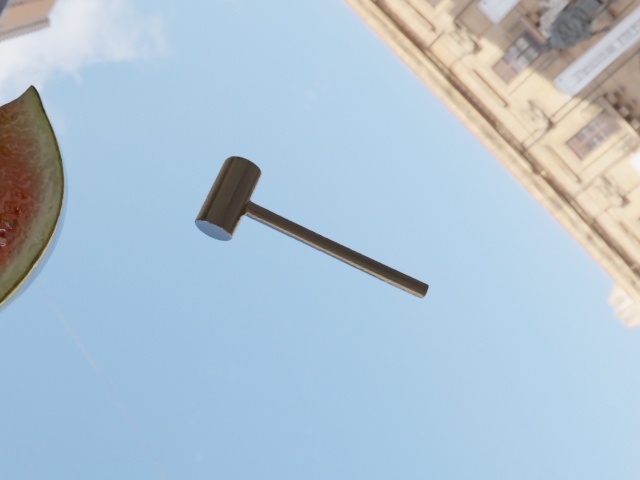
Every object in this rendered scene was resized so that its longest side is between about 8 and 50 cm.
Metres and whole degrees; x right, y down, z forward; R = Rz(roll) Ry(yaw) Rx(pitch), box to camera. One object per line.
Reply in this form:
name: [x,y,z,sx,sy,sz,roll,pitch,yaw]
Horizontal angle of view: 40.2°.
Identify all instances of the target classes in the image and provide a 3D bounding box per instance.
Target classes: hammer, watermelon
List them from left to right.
watermelon: [-0.340,0.010,0.861,0.159,0.303,0.128,46,172,9]
hammer: [0.000,0.000,0.397,0.110,0.019,0.035,25,-112,-6]
